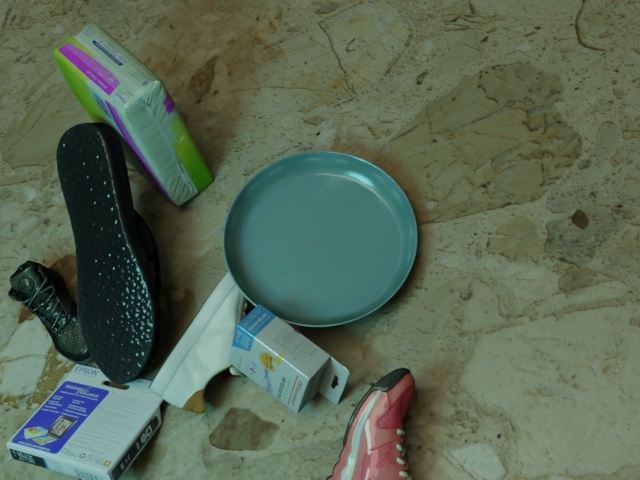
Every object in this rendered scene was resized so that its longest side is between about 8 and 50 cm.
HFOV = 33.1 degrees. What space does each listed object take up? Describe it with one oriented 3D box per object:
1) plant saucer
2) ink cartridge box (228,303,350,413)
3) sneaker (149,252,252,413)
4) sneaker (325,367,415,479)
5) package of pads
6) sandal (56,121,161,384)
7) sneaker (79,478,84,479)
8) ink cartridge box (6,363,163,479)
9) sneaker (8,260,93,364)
[{"bbox_3d":[0.000,0.000,1.765,0.317,0.044,0.318,-2,64,3],"label":"plant saucer"},{"bbox_3d":[-0.051,0.195,1.679,0.181,0.104,0.061,35,51,15],"label":"ink cartridge box"},{"bbox_3d":[-0.157,0.156,1.789,0.123,0.106,0.290,32,74,-2],"label":"sneaker"},{"bbox_3d":[0.092,0.346,1.600,0.136,0.116,0.314,23,85,18],"label":"sneaker"},{"bbox_3d":[-0.326,-0.217,1.881,0.101,0.297,0.229,-42,58,-13],"label":"package of pads"},{"bbox_3d":[-0.337,0.018,1.837,0.167,0.107,0.446,-9,89,34],"label":"sandal"},{"bbox_3d":[-0.399,0.358,1.804,0.047,0.057,0.119,-34,59,7],"label":"sneaker"},{"bbox_3d":[-0.378,0.303,1.801,0.206,0.045,0.208,9,40,24],"label":"ink cartridge box"},{"bbox_3d":[-0.475,0.121,1.895,0.087,0.130,0.227,-40,62,4],"label":"sneaker"}]
